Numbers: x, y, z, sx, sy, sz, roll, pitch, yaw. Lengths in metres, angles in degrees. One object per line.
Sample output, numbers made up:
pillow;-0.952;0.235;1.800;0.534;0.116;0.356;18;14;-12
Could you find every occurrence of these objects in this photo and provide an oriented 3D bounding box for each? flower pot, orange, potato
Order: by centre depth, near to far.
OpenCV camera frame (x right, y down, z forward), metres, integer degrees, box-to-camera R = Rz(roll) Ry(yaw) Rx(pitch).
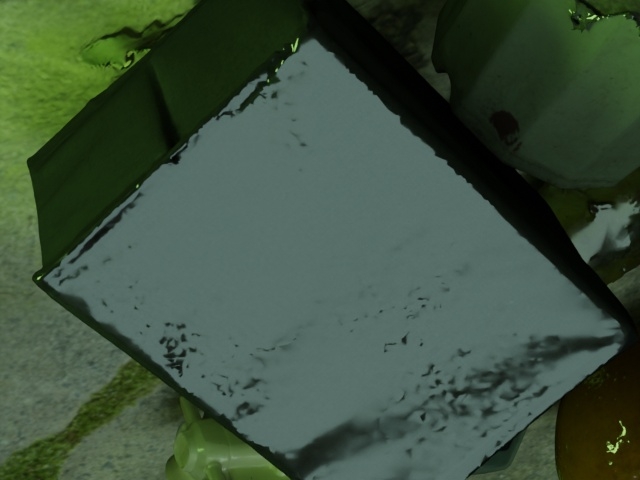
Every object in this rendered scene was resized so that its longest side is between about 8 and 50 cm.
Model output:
flower pot;0.215;-0.175;1.255;0.290;0.290;0.259;4;143;-29
potato;0.214;-0.003;1.558;0.225;0.090;0.117;-41;119;13
orange;0.323;0.164;1.732;0.237;0.179;0.158;-32;124;-1

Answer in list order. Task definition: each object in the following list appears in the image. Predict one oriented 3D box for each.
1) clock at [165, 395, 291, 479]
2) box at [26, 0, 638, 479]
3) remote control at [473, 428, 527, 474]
clock;-0.016;0.104;1.565;0.276;0.120;0.379;-18;135;-8
box;0.000;0.000;1.288;0.251;0.204;0.345;-42;118;10
remote control;0.162;0.121;1.718;0.123;0.038;0.285;-1;136;-23
